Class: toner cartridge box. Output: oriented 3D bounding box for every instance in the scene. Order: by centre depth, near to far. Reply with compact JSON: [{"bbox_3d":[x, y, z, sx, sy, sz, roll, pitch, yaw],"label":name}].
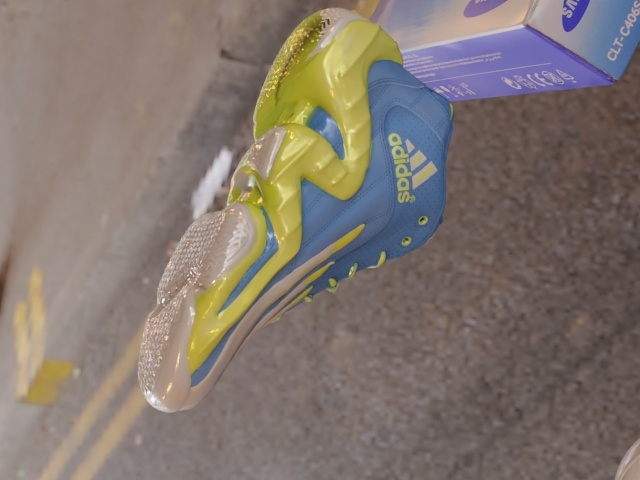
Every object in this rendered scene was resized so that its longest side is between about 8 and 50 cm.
[{"bbox_3d":[0.136,-0.188,1.066,0.165,0.075,0.348,-63,16,-5],"label":"toner cartridge box"}]

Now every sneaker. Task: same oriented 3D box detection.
[{"bbox_3d":[0.000,0.000,0.828,0.240,0.126,0.091,-63,19,-4],"label":"sneaker"}]

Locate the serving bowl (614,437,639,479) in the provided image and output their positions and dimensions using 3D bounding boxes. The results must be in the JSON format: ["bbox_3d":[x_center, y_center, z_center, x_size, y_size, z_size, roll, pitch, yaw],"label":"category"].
[{"bbox_3d":[0.167,0.103,0.661,0.027,0.083,0.083,-86,19,-54],"label":"serving bowl"}]
